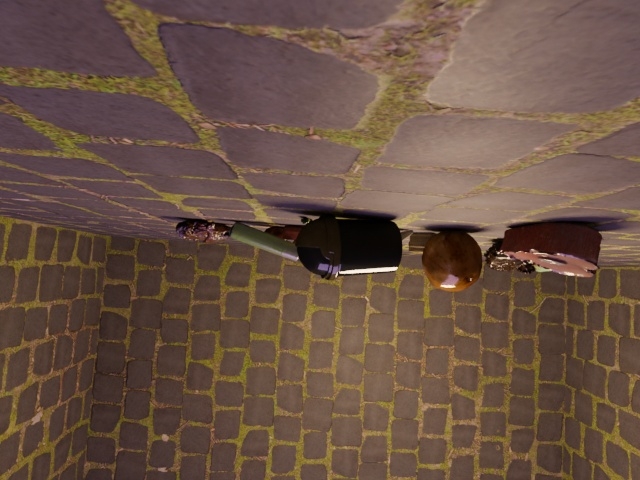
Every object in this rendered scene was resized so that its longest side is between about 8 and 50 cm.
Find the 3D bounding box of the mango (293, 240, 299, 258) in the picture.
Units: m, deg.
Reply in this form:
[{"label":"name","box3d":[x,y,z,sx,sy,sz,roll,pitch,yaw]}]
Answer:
[{"label":"mango","box3d":[-0.063,0.023,1.971,0.102,0.141,0.217,12,174,-28]}]

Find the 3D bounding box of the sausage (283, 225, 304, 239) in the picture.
[{"label":"sausage","box3d":[-0.070,-0.028,1.806,0.169,0.065,0.065,3,176,10]}]

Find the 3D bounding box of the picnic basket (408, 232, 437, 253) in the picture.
[{"label":"picnic basket","box3d":[0.455,0.016,1.826,0.115,0.080,0.164,2,175,37]}]

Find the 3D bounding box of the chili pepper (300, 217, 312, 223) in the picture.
[{"label":"chili pepper","box3d":[-0.048,-0.068,1.544,0.030,0.034,0.091,-31,166,11]}]

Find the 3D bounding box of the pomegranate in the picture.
[{"label":"pomegranate","box3d":[0.493,0.073,1.620,0.248,0.248,0.248,4,176,0]}]

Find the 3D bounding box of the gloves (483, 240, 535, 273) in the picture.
[{"label":"gloves","box3d":[0.820,0.070,1.866,0.210,0.135,0.312,9,175,24]}]

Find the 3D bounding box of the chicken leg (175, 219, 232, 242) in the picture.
[{"label":"chicken leg","box3d":[-0.475,-0.047,1.895,0.177,0.083,0.322,-20,158,40]}]

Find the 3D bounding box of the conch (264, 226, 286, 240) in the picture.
[{"label":"conch","box3d":[-0.189,-0.028,1.907,0.232,0.080,0.086,-20,-163,-19]}]

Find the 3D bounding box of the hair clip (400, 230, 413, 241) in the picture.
[{"label":"hair clip","box3d":[0.208,0.008,1.722,0.282,0.113,0.172,5,176,-21]}]

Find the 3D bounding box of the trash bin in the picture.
[{"label":"trash bin","box3d":[0.082,0.024,1.419,0.333,0.214,0.214,1,177,-16]}]

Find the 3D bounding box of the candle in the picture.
[{"label":"candle","box3d":[0.728,0.017,1.363,0.287,0.132,0.317,9,170,36]}]

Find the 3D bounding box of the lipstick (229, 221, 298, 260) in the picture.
[{"label":"lipstick","box3d":[-0.231,0.002,1.808,0.304,0.076,0.076,20,174,-6]}]

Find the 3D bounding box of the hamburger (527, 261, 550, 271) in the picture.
[{"label":"hamburger","box3d":[0.897,0.052,1.654,0.235,0.125,0.214,-2,168,20]}]
